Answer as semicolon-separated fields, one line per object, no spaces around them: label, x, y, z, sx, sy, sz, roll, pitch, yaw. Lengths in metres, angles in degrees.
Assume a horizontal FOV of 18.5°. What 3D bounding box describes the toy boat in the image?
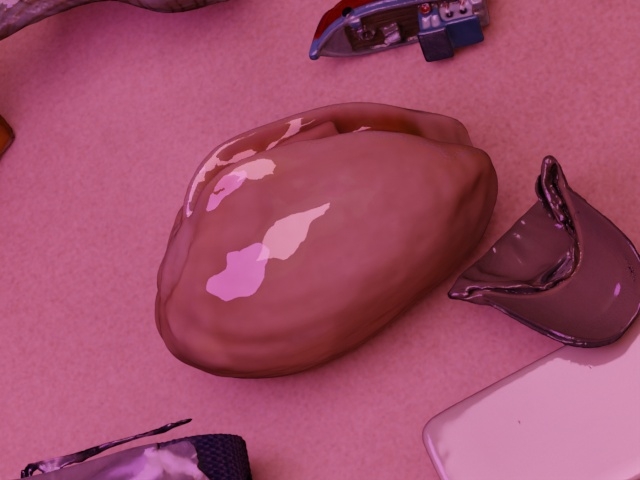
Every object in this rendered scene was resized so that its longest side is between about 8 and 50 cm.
toy boat;0.073;-0.193;1.764;0.173;0.069;0.058;-9;62;9

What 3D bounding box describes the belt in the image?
belt;-0.166;0.230;1.663;0.231;0.139;0.126;-17;70;13

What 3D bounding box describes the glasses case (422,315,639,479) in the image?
glasses case;0.246;0.141;1.606;0.313;0.070;0.131;-29;67;6

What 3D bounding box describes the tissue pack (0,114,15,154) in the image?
tissue pack;-0.498;-0.114;1.742;0.228;0.382;0.293;40;88;26

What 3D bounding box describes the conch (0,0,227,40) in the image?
conch;-0.191;-0.291;1.791;0.386;0.169;0.203;-13;34;-18

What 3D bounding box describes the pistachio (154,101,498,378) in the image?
pistachio;0.000;0.000;1.670;0.318;0.214;0.193;-25;27;1

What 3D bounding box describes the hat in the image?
hat;0.201;0.032;1.632;0.147;0.085;0.175;-49;52;2
